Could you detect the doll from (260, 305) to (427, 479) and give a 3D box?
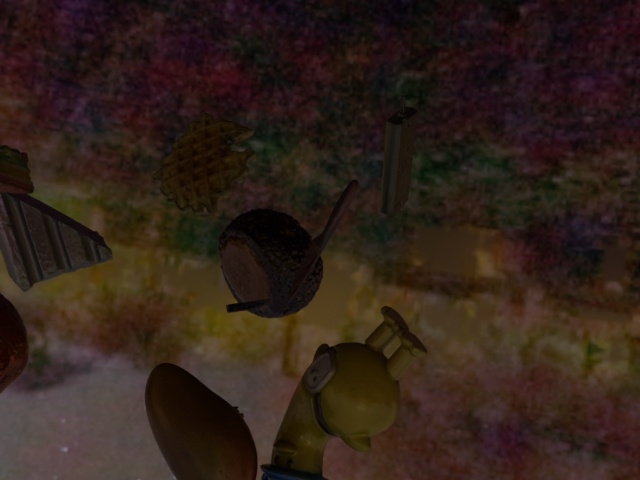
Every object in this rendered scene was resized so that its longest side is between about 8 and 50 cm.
[{"bbox_3d":[0.022,0.263,1.487,0.145,0.363,0.199,25,-158,-40],"label":"doll"}]

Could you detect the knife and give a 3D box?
[{"bbox_3d":[0.000,0.000,1.662,0.018,0.247,0.035,20,-164,-39],"label":"knife"}]

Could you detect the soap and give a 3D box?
[{"bbox_3d":[-0.688,-0.057,2.405,0.258,0.302,0.159,-17,-167,-8],"label":"soap"}]

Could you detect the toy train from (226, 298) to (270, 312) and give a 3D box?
[{"bbox_3d":[-0.134,0.123,1.784,0.083,0.017,0.017,-7,180,-19],"label":"toy train"}]

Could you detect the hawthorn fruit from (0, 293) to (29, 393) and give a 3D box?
[{"bbox_3d":[-0.624,0.138,1.595,0.211,0.299,0.211,-32,-174,4],"label":"hawthorn fruit"}]

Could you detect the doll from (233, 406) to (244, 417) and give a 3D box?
[{"bbox_3d":[-0.212,0.514,2.447,0.057,0.169,0.109,3,-165,30],"label":"doll"}]

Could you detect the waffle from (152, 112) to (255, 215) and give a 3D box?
[{"bbox_3d":[-0.267,-0.177,2.210,0.261,0.250,0.056,26,167,36],"label":"waffle"}]

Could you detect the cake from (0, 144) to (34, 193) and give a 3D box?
[{"bbox_3d":[-0.772,-0.169,2.190,0.090,0.109,0.225,-26,156,27],"label":"cake"}]

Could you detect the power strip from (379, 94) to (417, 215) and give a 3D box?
[{"bbox_3d":[0.162,-0.178,1.974,0.034,0.268,0.092,20,-142,25],"label":"power strip"}]

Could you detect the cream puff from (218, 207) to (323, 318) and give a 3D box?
[{"bbox_3d":[-0.099,0.044,1.986,0.165,0.239,0.239,-28,-162,-33],"label":"cream puff"}]

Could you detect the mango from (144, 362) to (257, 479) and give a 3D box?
[{"bbox_3d":[-0.181,0.294,1.447,0.138,0.253,0.113,-40,164,25],"label":"mango"}]
